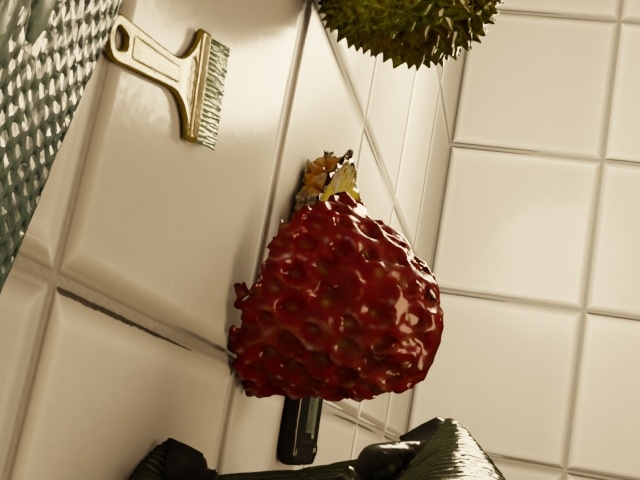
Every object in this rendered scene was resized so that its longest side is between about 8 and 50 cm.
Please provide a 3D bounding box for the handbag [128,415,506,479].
[{"bbox_3d":[-0.003,0.257,0.669,0.240,0.341,0.247,-102,-171,-70],"label":"handbag"}]

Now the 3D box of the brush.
[{"bbox_3d":[-0.103,-0.116,0.668,0.205,0.011,0.083,12,87,-77],"label":"brush"}]

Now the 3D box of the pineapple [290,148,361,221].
[{"bbox_3d":[0.000,0.000,1.133,0.221,0.047,0.221,9,90,-74],"label":"pineapple"}]

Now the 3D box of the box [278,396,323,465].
[{"bbox_3d":[-0.020,0.213,1.197,0.125,0.027,0.126,45,53,-74],"label":"box"}]

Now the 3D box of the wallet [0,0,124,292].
[{"bbox_3d":[-0.129,-0.090,0.357,0.237,0.075,0.342,98,2,-58],"label":"wallet"}]

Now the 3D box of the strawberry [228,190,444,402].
[{"bbox_3d":[0.035,0.074,0.956,0.234,0.178,0.234,-53,157,-34],"label":"strawberry"}]

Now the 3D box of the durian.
[{"bbox_3d":[0.091,-0.272,1.002,0.237,0.200,0.176,70,19,-76],"label":"durian"}]
